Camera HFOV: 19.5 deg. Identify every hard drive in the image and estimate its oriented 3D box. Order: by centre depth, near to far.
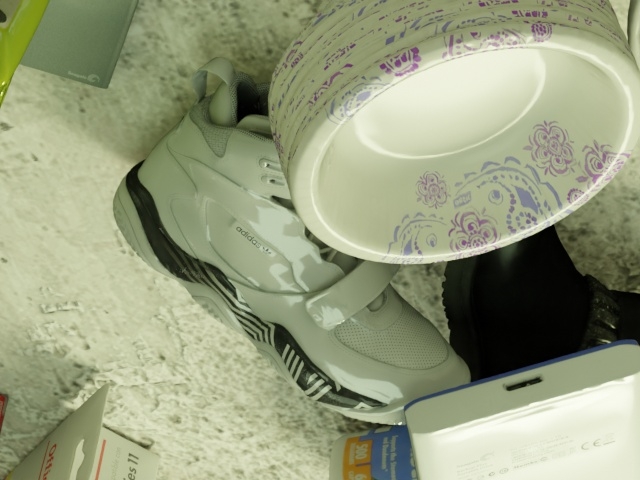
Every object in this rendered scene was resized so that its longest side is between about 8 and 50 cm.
[{"bbox_3d":[-0.208,-0.195,1.581,0.094,0.022,0.135,16,134,-12],"label":"hard drive"},{"bbox_3d":[0.196,0.220,1.707,0.210,0.040,0.319,-16,142,-2],"label":"hard drive"}]

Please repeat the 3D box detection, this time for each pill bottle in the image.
[{"bbox_3d":[0.158,0.251,1.904,0.272,0.152,0.152,-12,132,15],"label":"pill bottle"}]

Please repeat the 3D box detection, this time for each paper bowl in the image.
[{"bbox_3d":[0.099,-0.119,1.452,0.284,0.148,0.284,-11,147,-7],"label":"paper bowl"}]

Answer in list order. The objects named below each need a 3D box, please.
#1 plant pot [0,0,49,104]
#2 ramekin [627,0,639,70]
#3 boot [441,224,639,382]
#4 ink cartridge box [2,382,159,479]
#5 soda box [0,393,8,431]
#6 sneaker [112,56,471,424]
[{"bbox_3d":[-0.341,-0.170,1.469,0.228,0.227,0.207,30,123,-13],"label":"plant pot"},{"bbox_3d":[0.373,-0.203,1.463,0.273,0.127,0.273,2,135,2],"label":"ramekin"},{"bbox_3d":[0.254,0.061,1.693,0.260,0.131,0.348,13,147,15],"label":"boot"},{"bbox_3d":[-0.285,0.330,1.970,0.119,0.207,0.353,31,129,-21],"label":"ink cartridge box"},{"bbox_3d":[-0.462,0.167,1.910,0.263,0.083,0.092,25,131,-19],"label":"soda box"},{"bbox_3d":[0.000,0.000,1.617,0.366,0.137,0.210,36,131,5],"label":"sneaker"}]
